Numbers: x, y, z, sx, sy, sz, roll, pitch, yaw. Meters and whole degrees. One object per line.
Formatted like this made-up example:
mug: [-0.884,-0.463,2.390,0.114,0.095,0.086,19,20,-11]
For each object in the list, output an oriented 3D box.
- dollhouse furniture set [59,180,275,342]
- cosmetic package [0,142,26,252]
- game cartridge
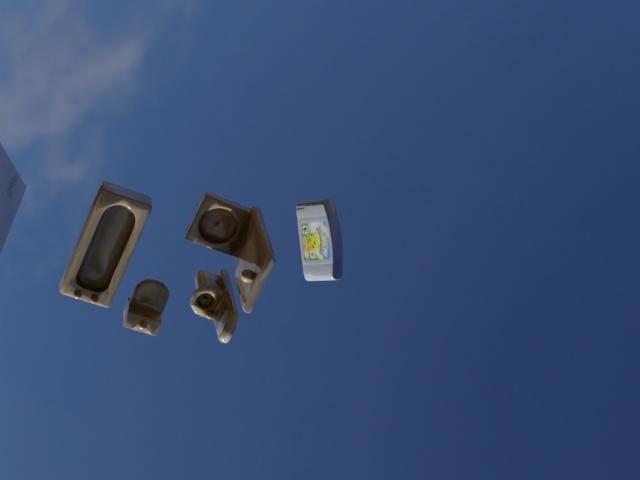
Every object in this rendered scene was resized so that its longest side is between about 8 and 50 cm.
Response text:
dollhouse furniture set: [-0.146,0.029,0.993,0.144,0.151,0.123,-64,-160,18]
cosmetic package: [-0.441,-0.100,1.137,0.097,0.284,0.377,-23,-157,1]
game cartridge: [0.000,0.000,1.108,0.017,0.083,0.056,-8,-178,-41]
